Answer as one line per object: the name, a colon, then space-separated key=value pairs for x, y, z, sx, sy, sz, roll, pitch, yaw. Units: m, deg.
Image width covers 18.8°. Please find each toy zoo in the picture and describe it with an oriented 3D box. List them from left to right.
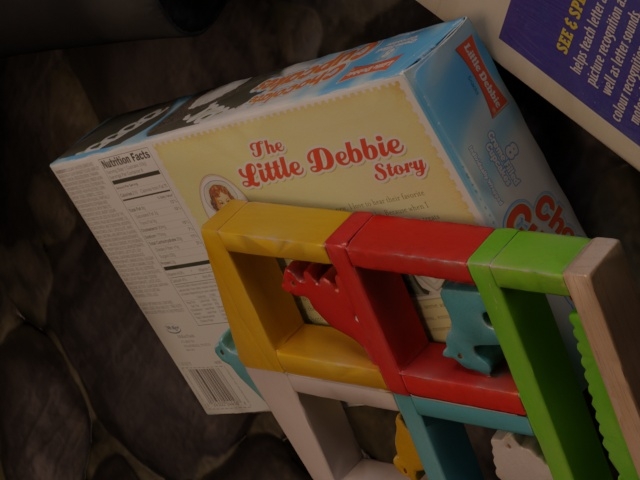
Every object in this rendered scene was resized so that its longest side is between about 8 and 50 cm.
toy zoo: x=0.051 y=0.071 z=0.984 sx=0.293 sy=0.030 sz=0.192 roll=7 pitch=131 yaw=43

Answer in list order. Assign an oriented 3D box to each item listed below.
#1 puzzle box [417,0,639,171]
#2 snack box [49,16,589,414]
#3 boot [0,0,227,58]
puzzle box: x=0.164 y=-0.232 z=0.813 sx=0.272 sy=0.052 sz=0.409 roll=42 pitch=133 yaw=31
snack box: x=0.000 y=0.000 z=1.051 sx=0.322 sy=0.060 sz=0.187 roll=-9 pitch=117 yaw=51
boot: x=-0.232 y=-0.117 z=1.174 sx=0.445 sy=0.146 sz=0.367 roll=-8 pitch=95 yaw=32
